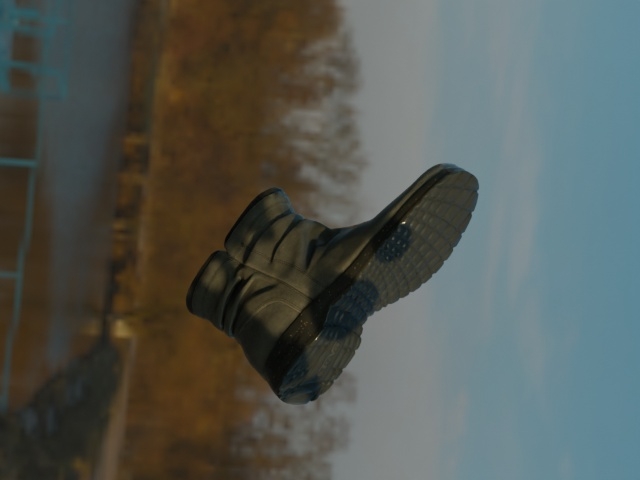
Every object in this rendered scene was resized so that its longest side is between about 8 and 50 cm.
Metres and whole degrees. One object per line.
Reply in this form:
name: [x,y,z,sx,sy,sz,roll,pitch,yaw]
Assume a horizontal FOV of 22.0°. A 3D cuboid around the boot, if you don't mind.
boot: [0.000,0.000,1.354,0.161,0.246,0.083,45,5,36]
